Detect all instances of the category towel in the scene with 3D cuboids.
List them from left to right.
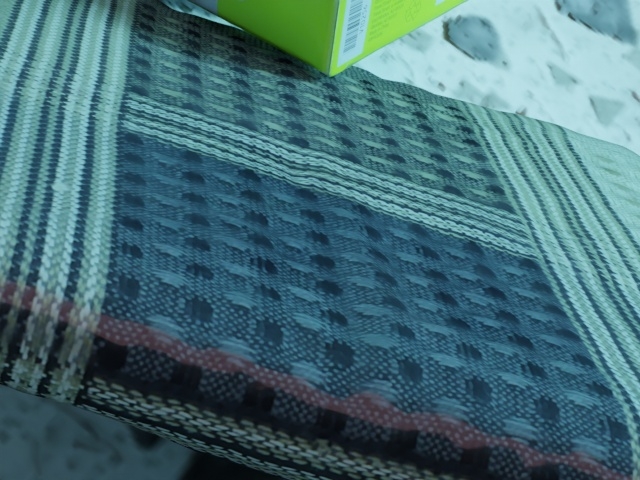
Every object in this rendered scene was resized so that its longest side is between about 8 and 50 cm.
[{"bbox_3d":[0.000,0.000,0.560,0.312,0.056,0.324,17,18,-10],"label":"towel"}]

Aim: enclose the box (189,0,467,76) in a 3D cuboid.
[{"bbox_3d":[-0.031,-0.130,0.701,0.178,0.042,0.109,30,41,27],"label":"box"}]
